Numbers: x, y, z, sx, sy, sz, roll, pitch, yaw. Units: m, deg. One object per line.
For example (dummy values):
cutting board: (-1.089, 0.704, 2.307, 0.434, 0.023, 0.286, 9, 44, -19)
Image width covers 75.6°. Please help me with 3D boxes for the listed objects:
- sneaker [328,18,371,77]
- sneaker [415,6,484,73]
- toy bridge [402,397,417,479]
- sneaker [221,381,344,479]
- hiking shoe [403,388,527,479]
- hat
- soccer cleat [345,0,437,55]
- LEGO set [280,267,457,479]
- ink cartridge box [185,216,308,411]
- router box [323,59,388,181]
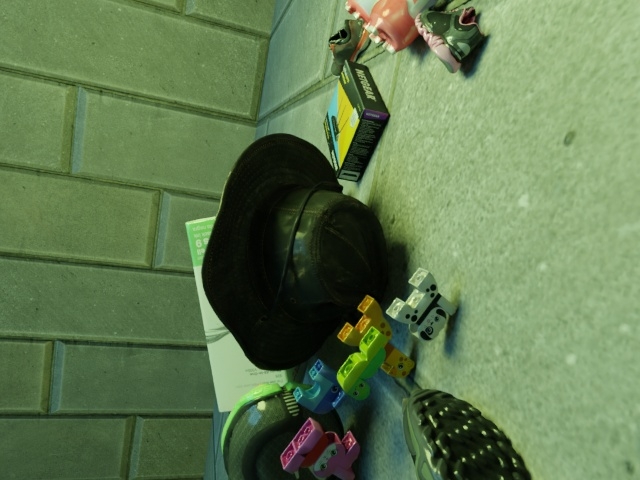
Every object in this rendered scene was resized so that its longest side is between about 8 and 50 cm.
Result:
sneaker: (0.041, -0.374, 0.793, 0.158, 0.064, 0.061, 150, 126, -68)
sneaker: (0.145, -0.235, 0.458, 0.057, 0.047, 0.119, -42, 39, 31)
toy bridge: (0.092, 0.246, 0.370, 0.188, 0.026, 0.063, -80, -29, -42)
sneaker: (-0.035, 0.415, 0.543, 0.202, 0.185, 0.483, -149, 57, -70)
hiking shoe: (0.105, 0.222, 0.298, 0.227, 0.086, 0.114, -109, 35, -54)
hat: (0.011, 0.024, 0.540, 0.133, 0.331, 0.332, 4, 85, 31)
soccer cleat: (0.101, -0.342, 0.600, 0.095, 0.083, 0.248, -40, 30, 21)
LEGO set: (0.058, 0.141, 0.438, 0.227, 0.093, 0.087, -53, 17, -3)
ink cartridge box: (-0.109, 0.103, 0.692, 0.211, 0.121, 0.289, -9, -90, -85)
router box: (0.054, -0.209, 0.715, 0.179, 0.046, 0.133, -100, 24, -44)
